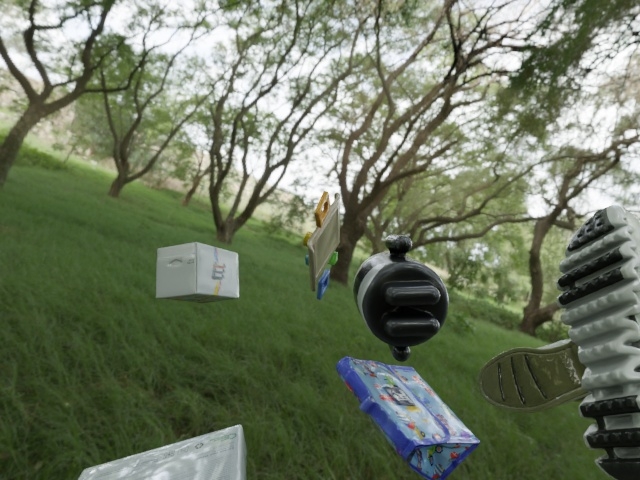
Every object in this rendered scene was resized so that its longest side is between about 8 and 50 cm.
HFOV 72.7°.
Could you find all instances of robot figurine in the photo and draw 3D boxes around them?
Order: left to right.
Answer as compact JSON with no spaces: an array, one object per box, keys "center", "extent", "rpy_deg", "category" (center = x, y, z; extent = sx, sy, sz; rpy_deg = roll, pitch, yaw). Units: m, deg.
[{"center":[0.161,0.114,0.899],"extent":[0.173,0.209,0.278],"rpy_deg":[38,3,-6],"category":"robot figurine"}]

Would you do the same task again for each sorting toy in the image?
[{"center":[0.000,0.000,1.080],"extent":[0.047,0.196,0.347],"rpy_deg":[16,-38,15],"category":"sorting toy"}]

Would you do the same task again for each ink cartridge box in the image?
[{"center":[-0.289,0.466,0.736],"extent":[0.324,0.071,0.330],"rpy_deg":[-13,9,-7],"category":"ink cartridge box"},{"center":[-0.309,0.087,1.106],"extent":[0.128,0.127,0.176],"rpy_deg":[-9,-15,23],"category":"ink cartridge box"}]

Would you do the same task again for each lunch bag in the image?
[{"center":[0.154,0.352,0.881],"extent":[0.293,0.138,0.221],"rpy_deg":[36,7,-45],"category":"lunch bag"}]

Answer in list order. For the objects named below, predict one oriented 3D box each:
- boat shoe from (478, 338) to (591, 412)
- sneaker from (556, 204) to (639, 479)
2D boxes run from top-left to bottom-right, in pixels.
[{"center":[0.416,0.226,0.737],"extent":[0.103,0.113,0.302],"rpy_deg":[16,-35,-31],"category":"boat shoe"},{"center":[0.343,0.103,0.471],"extent":[0.118,0.292,0.110],"rpy_deg":[7,-21,-8],"category":"sneaker"}]
